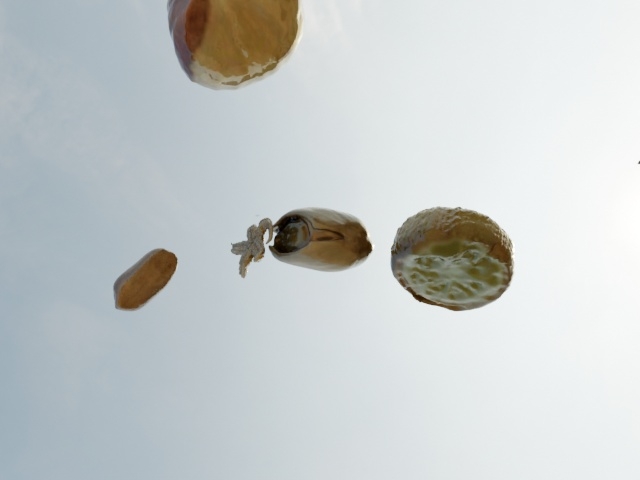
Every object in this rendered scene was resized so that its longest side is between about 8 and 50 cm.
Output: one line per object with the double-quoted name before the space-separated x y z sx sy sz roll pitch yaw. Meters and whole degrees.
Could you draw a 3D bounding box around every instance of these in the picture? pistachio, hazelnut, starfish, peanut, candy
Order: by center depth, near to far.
"hazelnut" -0.152 -0.399 1.043 0.241 0.260 0.261 57 -128 -68
"peanut" -0.332 0.075 1.122 0.152 0.076 0.076 -43 -67 3
"candy" 0.272 0.043 1.227 0.260 0.259 0.118 41 -132 -25
"pistachio" 0.000 0.000 1.280 0.153 0.237 0.138 62 -143 -65
"starfish" -0.154 0.012 1.304 0.053 0.210 0.150 17 -79 -19

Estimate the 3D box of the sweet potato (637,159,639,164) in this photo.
"sweet potato" 0.913 -0.203 1.500 0.225 0.068 0.068 -2 -90 11
